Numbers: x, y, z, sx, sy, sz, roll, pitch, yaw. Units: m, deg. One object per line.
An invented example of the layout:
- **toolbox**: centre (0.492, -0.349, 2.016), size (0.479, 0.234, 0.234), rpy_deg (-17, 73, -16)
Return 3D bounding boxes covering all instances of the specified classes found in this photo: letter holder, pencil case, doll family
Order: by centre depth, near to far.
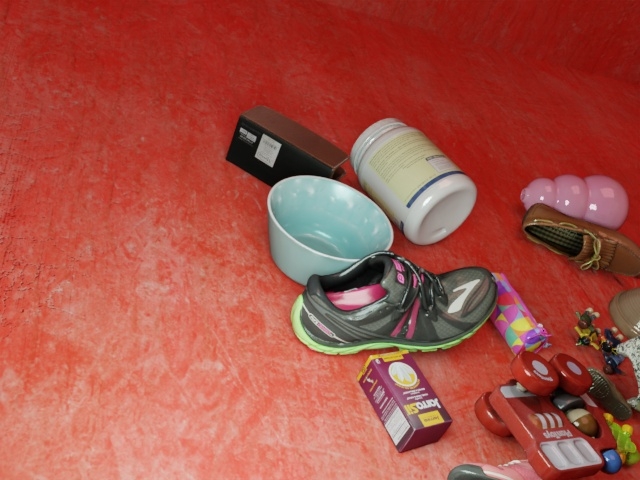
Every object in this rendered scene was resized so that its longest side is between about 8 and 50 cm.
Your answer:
- **pencil case**: centre (0.481, 0.184, 1.803), size (0.104, 0.104, 0.236), rpy_deg (-1, 42, -30)
- **doll family**: centre (0.726, 0.266, 1.857), size (0.193, 0.076, 0.111), rpy_deg (41, 35, 17)
- **letter holder**: centre (-0.069, -0.247, 2.000), size (0.302, 0.152, 0.214), rpy_deg (32, 35, 11)

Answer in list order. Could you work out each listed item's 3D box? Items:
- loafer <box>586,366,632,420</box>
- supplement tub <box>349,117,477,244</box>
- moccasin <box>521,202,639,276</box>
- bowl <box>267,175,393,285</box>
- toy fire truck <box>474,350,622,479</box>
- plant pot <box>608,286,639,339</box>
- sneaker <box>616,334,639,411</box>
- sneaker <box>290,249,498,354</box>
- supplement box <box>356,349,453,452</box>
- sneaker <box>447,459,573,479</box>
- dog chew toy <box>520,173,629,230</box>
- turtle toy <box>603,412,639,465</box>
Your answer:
- **loafer**: centre (0.686, 0.367, 1.721), size (0.148, 0.056, 0.050), rpy_deg (53, 18, 9)
- **supplement tub**: centre (0.252, -0.170, 2.005), size (0.235, 0.235, 0.325), rpy_deg (-10, 48, -37)
- **moccasin**: centre (0.792, 0.011, 2.158), size (0.380, 0.139, 0.147), rpy_deg (29, 41, 4)
- **bowl**: centre (0.000, 0.000, 1.714), size (0.311, 0.163, 0.311), rpy_deg (16, 37, -12)
- **toy fire truck**: centre (0.486, 0.376, 1.470), size (0.302, 0.169, 0.254), rpy_deg (9, 36, -37)
- **plant pot**: centre (0.952, 0.207, 2.024), size (0.237, 0.109, 0.237), rpy_deg (15, 38, -12)
- **sneaker**: centre (0.830, 0.397, 1.703), size (0.158, 0.182, 0.410), rpy_deg (16, 56, -43)
- **sneaker**: centre (0.179, 0.127, 1.555), size (0.483, 0.202, 0.185), rpy_deg (-8, 45, -17)
- **supplement box**: centre (0.170, 0.325, 1.468), size (0.104, 0.081, 0.188), rpy_deg (-4, 44, -33)
- **sneaker**: centre (0.378, 0.483, 1.388), size (0.314, 0.116, 0.136), rpy_deg (20, 23, -12)
- **dog chew toy**: centre (0.805, -0.121, 2.290), size (0.332, 0.206, 0.206), rpy_deg (8, 38, -7)
- **turtle toy**: centre (0.650, 0.451, 1.585), size (0.130, 0.066, 0.095), rpy_deg (30, 60, 5)
